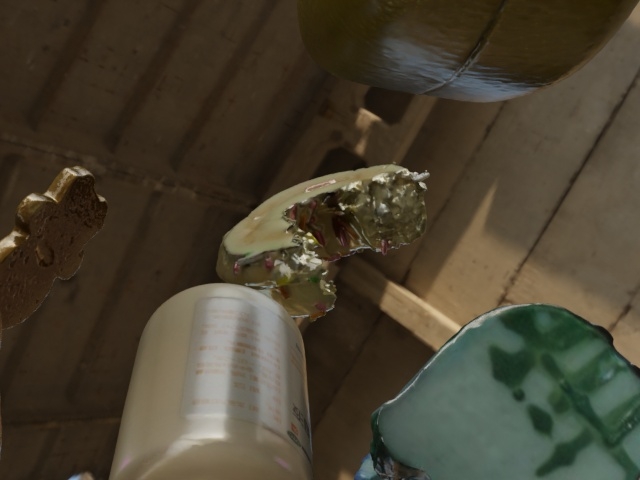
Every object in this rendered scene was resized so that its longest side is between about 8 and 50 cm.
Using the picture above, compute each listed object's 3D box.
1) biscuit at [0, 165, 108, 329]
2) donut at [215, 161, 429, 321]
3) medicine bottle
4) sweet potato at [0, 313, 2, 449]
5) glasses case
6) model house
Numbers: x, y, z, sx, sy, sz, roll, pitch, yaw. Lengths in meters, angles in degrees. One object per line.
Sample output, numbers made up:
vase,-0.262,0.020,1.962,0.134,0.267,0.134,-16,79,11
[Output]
biscuit,-0.340,0.014,0.984,0.225,0.036,0.166,-58,-15,-22
donut,-0.010,0.004,1.377,0.371,0.307,0.150,-37,-65,-39
medicine bottle,-0.060,0.131,0.462,0.114,0.252,0.114,-1,-61,-3
sweet potato,-0.282,0.042,0.646,0.067,0.281,0.059,-17,-9,26
glasses case,0.063,-0.172,0.474,0.371,0.141,0.173,-111,30,-79
model house,0.190,0.262,1.000,0.295,0.252,0.329,-41,-13,-30
